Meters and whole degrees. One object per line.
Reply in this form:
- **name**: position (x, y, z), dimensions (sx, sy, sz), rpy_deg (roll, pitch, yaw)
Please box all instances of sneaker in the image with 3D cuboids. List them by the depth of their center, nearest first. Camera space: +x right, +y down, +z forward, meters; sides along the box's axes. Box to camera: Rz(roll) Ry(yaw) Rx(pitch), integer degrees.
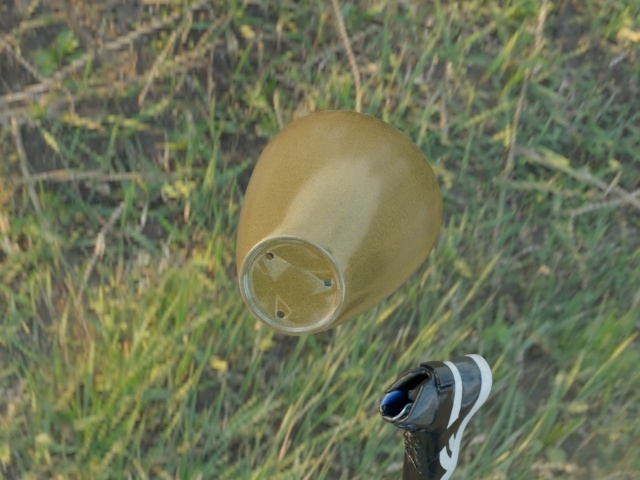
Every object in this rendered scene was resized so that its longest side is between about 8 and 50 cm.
- **sneaker**: position (0.112, 0.225, 1.879), dimensions (0.121, 0.217, 0.079), rpy_deg (-1, 37, -33)

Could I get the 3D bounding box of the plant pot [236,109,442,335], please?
- **plant pot**: position (0.000, 0.000, 1.764), dimensions (0.237, 0.237, 0.254), rpy_deg (25, 25, 4)
